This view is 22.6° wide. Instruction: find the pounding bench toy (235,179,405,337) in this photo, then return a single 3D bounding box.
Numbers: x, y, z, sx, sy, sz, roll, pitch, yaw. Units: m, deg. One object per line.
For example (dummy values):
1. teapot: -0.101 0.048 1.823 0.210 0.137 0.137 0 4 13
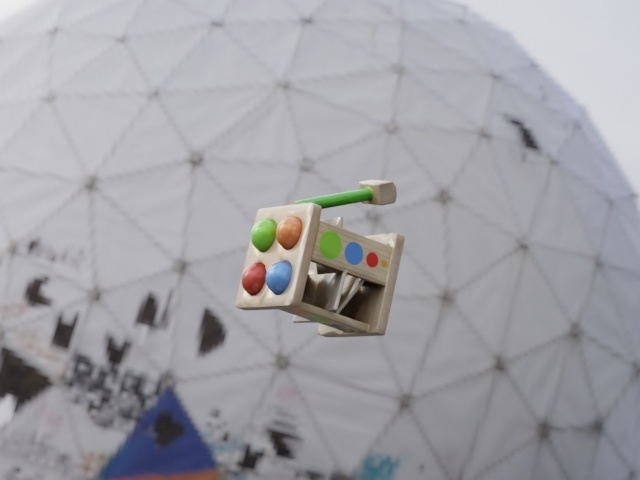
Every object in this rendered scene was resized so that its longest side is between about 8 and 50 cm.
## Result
1. pounding bench toy: 0.000 0.000 0.800 0.065 0.083 0.052 21 -15 -32
